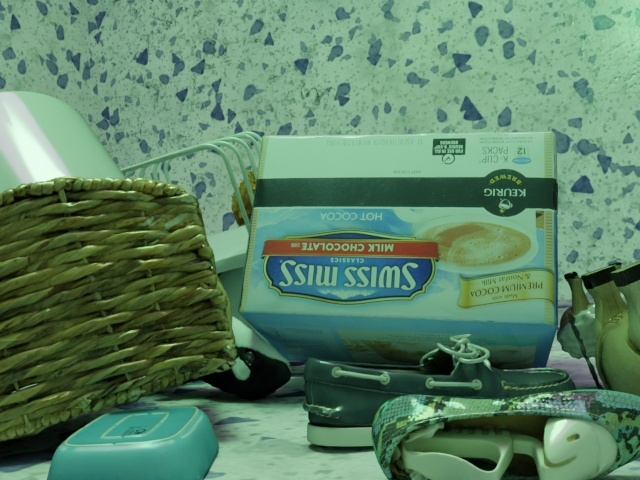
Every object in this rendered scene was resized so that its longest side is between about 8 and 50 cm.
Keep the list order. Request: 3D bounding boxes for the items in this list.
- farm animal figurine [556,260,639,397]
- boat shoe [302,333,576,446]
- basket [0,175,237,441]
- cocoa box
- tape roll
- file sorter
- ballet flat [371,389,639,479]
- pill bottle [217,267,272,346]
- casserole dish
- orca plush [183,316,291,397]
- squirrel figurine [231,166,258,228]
[{"bbox_3d":[0.391,0.074,0.713,0.326,0.172,0.330,-18,-5,9],"label":"farm animal figurine"},{"bbox_3d":[0.107,0.125,0.698,0.254,0.079,0.095,-3,-2,-12],"label":"boat shoe"},{"bbox_3d":[-0.254,0.058,0.774,0.299,0.214,0.223,-17,1,-14],"label":"basket"},{"bbox_3d":[0.104,0.022,0.972,0.346,0.228,0.231,1,-22,13],"label":"cocoa box"},{"bbox_3d":[-0.333,-0.020,0.906,0.246,0.169,0.246,-30,-29,-19],"label":"tape roll"},{"bbox_3d":[-0.172,-0.055,1.198,0.192,0.173,0.278,-15,9,10],"label":"file sorter"},{"bbox_3d":[0.125,0.135,0.513,0.188,0.070,0.070,-6,-2,13],"label":"ballet flat"},{"bbox_3d":[-0.126,0.108,1.242,0.176,0.177,0.318,-2,-3,-40],"label":"pill bottle"},{"bbox_3d":[-0.141,0.160,0.623,0.114,0.037,0.188,-4,-1,0],"label":"casserole dish"},{"bbox_3d":[-0.173,0.119,0.968,0.287,0.102,0.151,36,-27,17],"label":"orca plush"},{"bbox_3d":[0.000,0.000,1.476,0.280,0.397,0.370,4,-15,-40],"label":"squirrel figurine"}]
